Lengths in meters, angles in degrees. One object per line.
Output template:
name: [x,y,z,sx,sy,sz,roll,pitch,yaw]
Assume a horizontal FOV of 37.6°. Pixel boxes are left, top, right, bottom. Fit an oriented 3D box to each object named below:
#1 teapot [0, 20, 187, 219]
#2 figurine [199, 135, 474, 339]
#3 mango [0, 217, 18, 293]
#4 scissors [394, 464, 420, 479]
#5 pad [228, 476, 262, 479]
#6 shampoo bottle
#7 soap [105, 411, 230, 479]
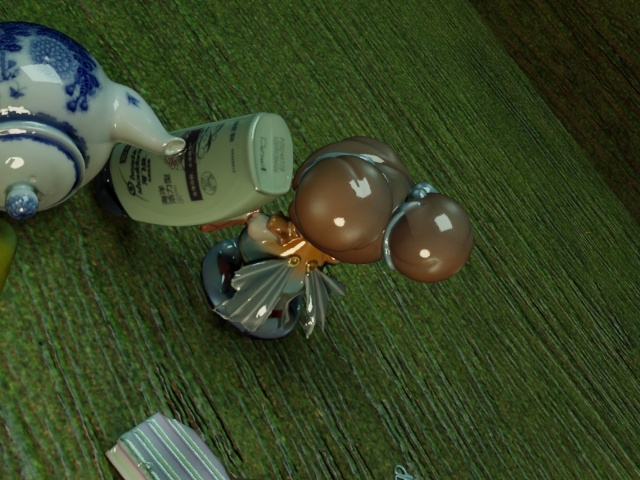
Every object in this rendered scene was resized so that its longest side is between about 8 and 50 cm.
teapot: [-0.390,-0.137,1.218,0.424,0.252,0.280,-7,53,-10]
figurine: [-0.001,-0.001,1.363,0.276,0.388,0.248,18,45,-36]
mango: [-0.439,0.029,1.146,0.130,0.092,0.195,43,31,-1]
scissors: [0.148,0.376,1.472,0.083,0.006,0.036,25,42,-27]
pad: [-0.103,0.421,1.177,0.181,0.004,0.267,15,45,-36]
shampoo bottle: [-0.188,-0.086,1.305,0.078,0.359,0.134,-1,87,-46]
soap: [-0.181,0.289,1.174,0.149,0.056,0.100,48,39,9]
